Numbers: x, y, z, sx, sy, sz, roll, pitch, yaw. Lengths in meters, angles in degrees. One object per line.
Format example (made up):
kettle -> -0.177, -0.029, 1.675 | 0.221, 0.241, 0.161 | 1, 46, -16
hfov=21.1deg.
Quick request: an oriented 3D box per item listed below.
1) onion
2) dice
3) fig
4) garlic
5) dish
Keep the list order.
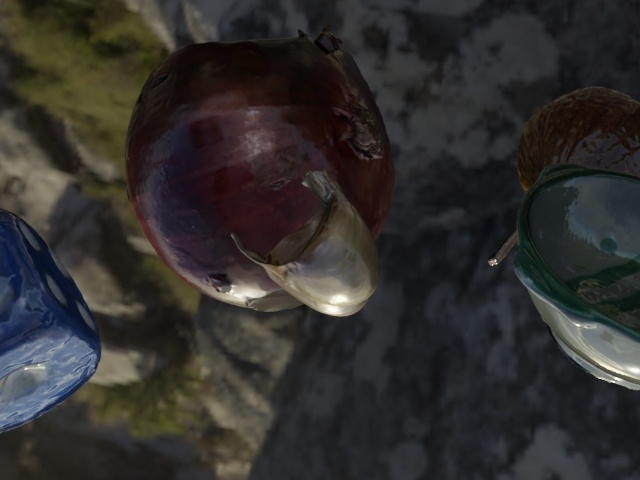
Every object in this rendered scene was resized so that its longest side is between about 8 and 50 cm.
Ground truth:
onion -> -0.073, -0.074, 1.983 | 0.341, 0.341, 0.341 | 5, 139, 5
dice -> -0.277, 0.070, 1.464 | 0.143, 0.146, 0.146 | -35, 150, 0
fig -> 0.210, -0.051, 1.475 | 0.146, 0.201, 0.134 | 56, 132, 13
garlic -> -0.001, 0.013, 1.486 | 0.124, 0.099, 0.174 | 52, 174, -5
dish -> 0.222, 0.049, 1.147 | 0.224, 0.246, 0.078 | -12, 135, -39
